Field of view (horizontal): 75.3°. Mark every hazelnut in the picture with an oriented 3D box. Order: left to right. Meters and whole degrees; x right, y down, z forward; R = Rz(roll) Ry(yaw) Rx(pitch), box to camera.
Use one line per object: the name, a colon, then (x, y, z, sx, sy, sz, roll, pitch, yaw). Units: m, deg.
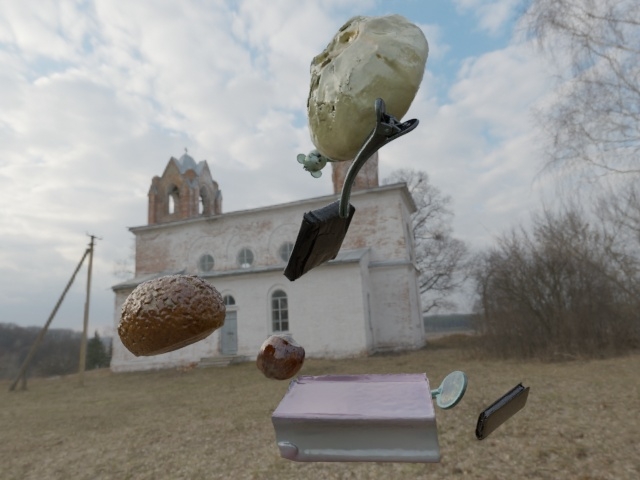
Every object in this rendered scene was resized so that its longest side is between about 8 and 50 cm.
hazelnut: (-0.126, 0.364, 1.284, 0.154, 0.143, 0.143, 18, 3, 35)

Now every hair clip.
hair clip: (0.069, -0.119, 0.671, 0.070, 0.039, 0.229, 27, -42, -4)

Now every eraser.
eraser: (0.091, 0.420, 1.009, 0.359, 0.122, 0.272, -6, 3, 9)

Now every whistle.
whistle: (0.022, -0.317, 1.496, 0.235, 0.114, 0.077, -41, -7, -28)

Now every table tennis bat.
table tennis bat: (0.456, 0.555, 1.528, 0.038, 0.149, 0.237, 33, -34, -4)

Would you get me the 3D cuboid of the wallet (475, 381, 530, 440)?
wallet: (0.535, 0.500, 1.219, 0.198, 0.110, 0.031, -20, 34, -26)

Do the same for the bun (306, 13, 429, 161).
bun: (0.058, -0.284, 0.745, 0.146, 0.287, 0.287, 25, -25, -28)

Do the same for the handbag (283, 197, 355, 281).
handbag: (0.000, 0.000, 1.261, 0.223, 0.080, 0.247, -31, -31, -49)

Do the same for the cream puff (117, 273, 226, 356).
cream puff: (-0.413, 0.197, 1.157, 0.303, 0.212, 0.303, -18, -8, -3)
